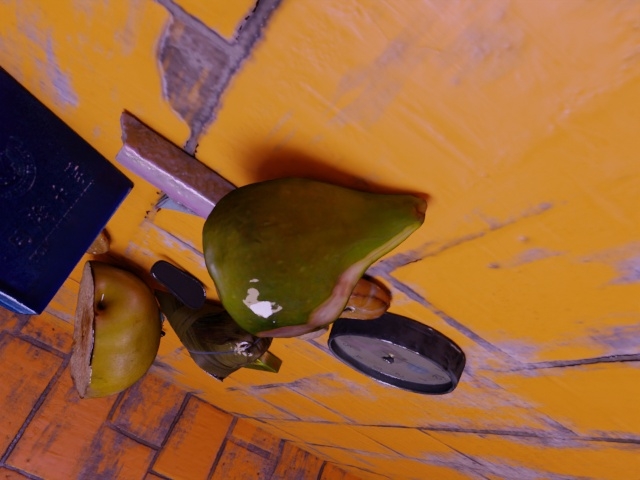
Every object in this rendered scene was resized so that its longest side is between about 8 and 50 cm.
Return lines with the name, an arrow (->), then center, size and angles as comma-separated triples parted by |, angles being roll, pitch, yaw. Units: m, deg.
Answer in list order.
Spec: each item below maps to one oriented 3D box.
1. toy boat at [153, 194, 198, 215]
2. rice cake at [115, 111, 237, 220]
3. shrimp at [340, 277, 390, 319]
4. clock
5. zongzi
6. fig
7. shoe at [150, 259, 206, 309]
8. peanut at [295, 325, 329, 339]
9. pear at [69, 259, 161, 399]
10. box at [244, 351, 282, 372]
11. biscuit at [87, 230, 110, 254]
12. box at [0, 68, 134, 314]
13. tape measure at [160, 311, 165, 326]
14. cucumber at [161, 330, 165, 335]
toy boat -> -0.236, -0.060, 0.803 | 0.096, 0.034, 0.122 | 38, 157, -24
rice cake -> -0.149, -0.052, 0.718 | 0.365, 0.056, 0.073 | 36, 147, -22
shrimp -> -0.001, 0.095, 0.841 | 0.249, 0.068, 0.150 | 12, 148, 7
clock -> 0.147, 0.231, 0.968 | 0.280, 0.055, 0.280 | 19, 151, 11
zongzi -> -0.276, 0.189, 1.164 | 0.300, 0.138, 0.286 | 48, 140, -2
fig -> 0.000, 0.000, 0.604 | 0.275, 0.206, 0.206 | -24, 135, 11
shoe -> -0.327, 0.096, 1.096 | 0.053, 0.062, 0.159 | 12, 152, 46
peanut -> -0.079, 0.124, 0.922 | 0.214, 0.090, 0.098 | 26, 153, -7
pear -> -0.512, 0.219, 1.227 | 0.191, 0.340, 0.386 | 4, 157, -34
box -> -0.281, 0.339, 1.477 | 0.311, 0.043, 0.173 | -4, 141, 42
biscuit -> -0.587, -0.048, 1.068 | 0.254, 0.035, 0.254 | 17, 150, 10
box -> -0.471, -0.071, 0.708 | 0.116, 0.261, 0.279 | -5, 140, 38
tape measure -> -0.547, 0.220, 1.438 | 0.125, 0.081, 0.146 | 14, 150, 11
cucumber -> -0.592, 0.292, 1.642 | 0.135, 0.034, 0.033 | 32, 136, -24
